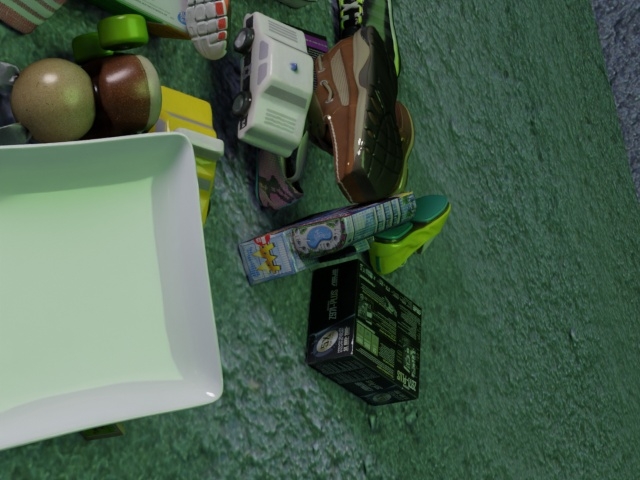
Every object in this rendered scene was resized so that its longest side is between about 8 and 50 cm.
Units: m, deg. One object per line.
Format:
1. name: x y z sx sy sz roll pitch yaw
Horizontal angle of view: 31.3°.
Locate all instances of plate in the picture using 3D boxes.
1. plate: -0.238 0.043 1.096 0.278 0.045 0.277 -8 91 -32

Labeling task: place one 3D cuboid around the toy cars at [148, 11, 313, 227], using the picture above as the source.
1. toy cars: -0.104 -0.154 1.381 0.176 0.087 0.394 53 48 -10

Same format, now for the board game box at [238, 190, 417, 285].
1. board game box: 0.000 0.000 1.496 0.194 0.194 0.060 -22 97 -44

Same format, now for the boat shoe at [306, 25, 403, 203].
1. boat shoe: 0.039 -0.165 1.572 0.324 0.119 0.123 -85 151 -48

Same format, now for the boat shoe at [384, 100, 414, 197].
1. boat shoe: 0.108 -0.152 1.809 0.060 0.064 0.178 39 49 -47

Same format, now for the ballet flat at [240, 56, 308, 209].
1. ballet flat: -0.055 -0.151 1.532 0.077 0.079 0.222 22 59 -66

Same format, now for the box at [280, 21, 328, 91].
1. box: -0.020 -0.229 1.671 0.116 0.029 0.162 5 73 -57

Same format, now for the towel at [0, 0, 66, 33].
1. towel: -0.275 -0.283 1.123 0.144 0.197 0.029 19 45 -54

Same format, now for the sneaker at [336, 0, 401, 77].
1. sneaker: 0.068 -0.346 1.806 0.097 0.084 0.235 -34 107 -56

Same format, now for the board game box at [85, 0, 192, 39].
1. board game box: -0.203 -0.420 1.313 0.242 0.064 0.317 19 84 -55

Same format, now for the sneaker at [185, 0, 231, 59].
1. sneaker: -0.121 -0.295 1.355 0.065 0.061 0.158 -31 124 -54

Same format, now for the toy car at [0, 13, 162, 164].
1. toy car: -0.270 -0.140 1.174 0.188 0.149 0.155 -10 90 -32

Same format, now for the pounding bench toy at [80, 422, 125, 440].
1. pounding bench toy: -0.227 0.149 1.160 0.083 0.052 0.065 58 35 -27

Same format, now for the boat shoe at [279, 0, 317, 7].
1. boat shoe: -0.062 -0.393 1.597 0.301 0.102 0.108 4 75 -58

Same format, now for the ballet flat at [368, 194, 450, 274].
1. ballet flat: 0.138 -0.006 1.806 0.231 0.077 0.077 -33 128 -55

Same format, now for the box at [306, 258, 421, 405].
1. box: 0.065 0.133 1.612 0.180 0.077 0.147 37 48 -46
